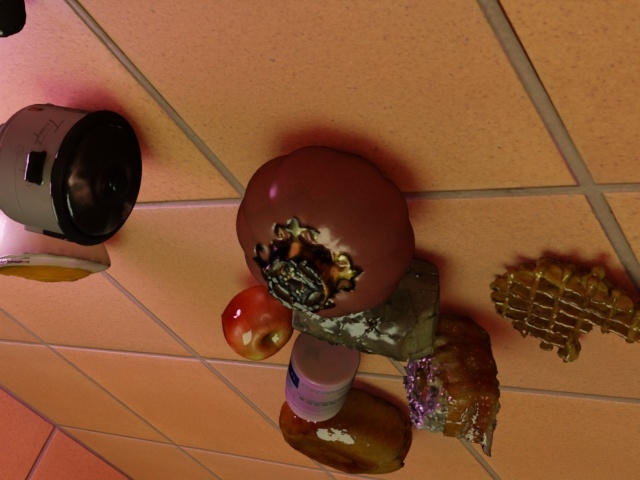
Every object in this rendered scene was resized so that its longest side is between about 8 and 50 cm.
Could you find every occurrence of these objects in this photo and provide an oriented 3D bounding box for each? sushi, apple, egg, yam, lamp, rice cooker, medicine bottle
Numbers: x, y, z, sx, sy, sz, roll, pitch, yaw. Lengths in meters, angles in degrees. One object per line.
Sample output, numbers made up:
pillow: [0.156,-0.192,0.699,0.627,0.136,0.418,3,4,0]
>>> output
sushi: [0.250,0.271,1.927,0.139,0.274,0.184,8,136,-16]
apple: [-0.134,0.172,2.154,0.139,0.163,0.163,50,175,43]
egg: [-0.592,-0.009,2.200,0.264,0.174,0.286,-9,164,42]
yam: [0.086,0.111,1.858,0.271,0.201,0.202,11,150,12]
lamp: [0.000,0.000,1.642,0.305,0.240,0.305,13,131,16]
rice cooker: [-0.443,-0.120,1.803,0.227,0.241,0.280,12,-179,26]
medicine bottle: [0.000,0.302,2.284,0.152,0.152,0.254,21,151,5]

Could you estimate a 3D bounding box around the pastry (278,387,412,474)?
pastry: [0.065,0.474,2.534,0.356,0.164,0.356,14,154,7]

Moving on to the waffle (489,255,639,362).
waffle: [0.427,0.113,1.725,0.260,0.069,0.293,38,152,-20]

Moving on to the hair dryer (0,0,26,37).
hair dryer: [-0.568,-0.435,1.526,0.251,0.089,0.197,28,153,5]
